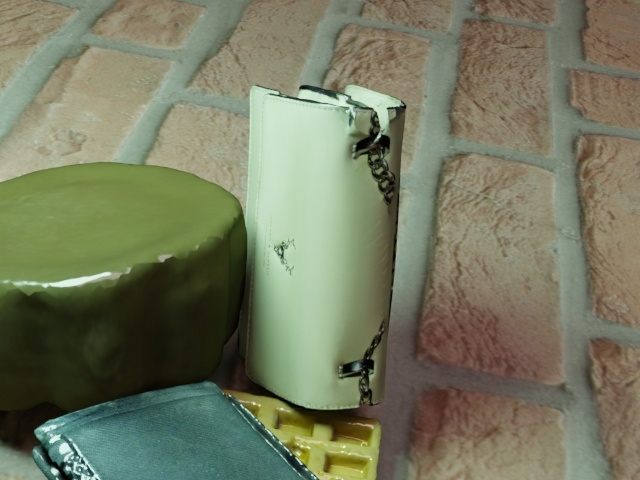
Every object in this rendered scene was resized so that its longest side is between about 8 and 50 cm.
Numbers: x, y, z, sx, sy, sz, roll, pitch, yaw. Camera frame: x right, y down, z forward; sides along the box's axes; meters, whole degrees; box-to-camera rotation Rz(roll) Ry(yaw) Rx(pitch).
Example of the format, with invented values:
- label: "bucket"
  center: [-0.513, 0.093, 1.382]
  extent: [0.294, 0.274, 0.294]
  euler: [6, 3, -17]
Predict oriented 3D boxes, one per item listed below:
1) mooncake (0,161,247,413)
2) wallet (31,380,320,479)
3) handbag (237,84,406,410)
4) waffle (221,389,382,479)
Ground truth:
- label: "mooncake"
  center: [-0.275, 0.057, 1.449]
  extent: [0.378, 0.201, 0.378]
  euler: [-3, 24, 1]
- label: "wallet"
  center: [-0.108, 0.272, 1.222]
  extent: [0.237, 0.075, 0.342]
  euler: [-13, 36, -38]
- label: "handbag"
  center: [0.000, 0.000, 1.464]
  extent: [0.160, 0.359, 0.236]
  euler: [-2, 14, -25]
- label: "waffle"
  center: [-0.047, 0.269, 1.353]
  extent: [0.221, 0.055, 0.248]
  euler: [10, 32, 0]
